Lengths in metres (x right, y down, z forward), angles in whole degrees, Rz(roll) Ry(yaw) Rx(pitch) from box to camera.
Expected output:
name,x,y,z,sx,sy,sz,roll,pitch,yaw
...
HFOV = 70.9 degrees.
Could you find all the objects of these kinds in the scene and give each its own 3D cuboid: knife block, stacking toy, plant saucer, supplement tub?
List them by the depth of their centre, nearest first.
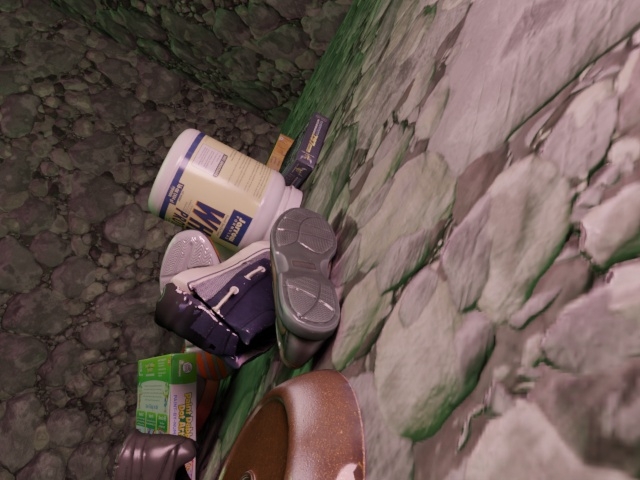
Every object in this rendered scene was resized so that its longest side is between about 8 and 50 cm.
name,x,y,z,sx,sy,sz,roll,pitch,yaw
plant saucer,-0.059,0.260,0.404,0.311,0.050,0.311,-59,13,23
stacking toy,-0.312,0.302,1.119,0.279,0.130,0.309,-32,35,66
supplement tub,-0.232,-0.107,1.129,0.235,0.324,0.235,-58,14,24
knife block,-0.188,-0.236,1.716,0.242,0.088,0.276,-35,32,63

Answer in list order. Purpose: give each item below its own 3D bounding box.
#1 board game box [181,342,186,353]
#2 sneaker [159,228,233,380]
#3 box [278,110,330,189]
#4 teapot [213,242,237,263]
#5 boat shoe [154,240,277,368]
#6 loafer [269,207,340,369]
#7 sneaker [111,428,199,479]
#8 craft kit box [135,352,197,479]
name,x,y,z,sx,sy,sz,roll,pitch,yaw
board game box,-0.357,0.361,1.228,0.145,0.027,0.282,23,-94,-79
sneaker,-0.230,0.111,0.936,0.180,0.124,0.321,-77,-16,-69
box,-0.063,-0.228,1.282,0.232,0.059,0.184,-42,25,56
teapot,-0.280,0.086,1.304,0.253,0.186,0.256,89,175,-52
boat shoe,-0.108,0.103,0.764,0.340,0.158,0.127,-27,-35,-63
loafer,-0.031,0.048,0.593,0.268,0.096,0.084,-93,22,-58
sneaker,-0.241,0.431,0.666,0.109,0.130,0.287,170,102,-82
craft kit box,-0.310,0.354,0.885,0.249,0.060,0.247,-24,67,52
